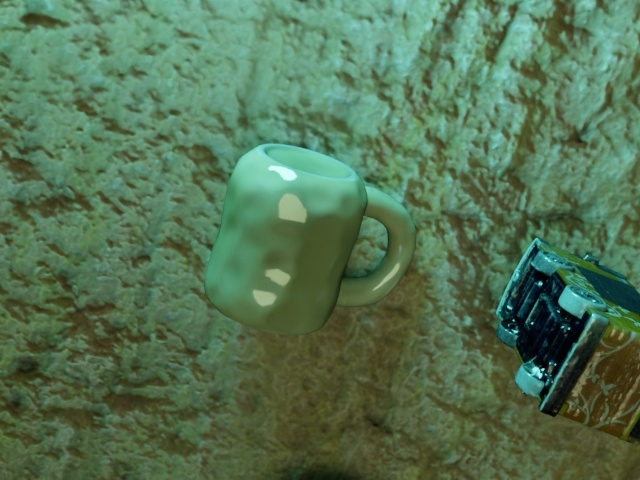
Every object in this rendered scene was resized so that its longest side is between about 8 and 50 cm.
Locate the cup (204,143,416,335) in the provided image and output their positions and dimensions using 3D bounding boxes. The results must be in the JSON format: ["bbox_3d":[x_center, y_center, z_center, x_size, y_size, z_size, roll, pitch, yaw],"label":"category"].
[{"bbox_3d":[-0.003,0.006,1.035,0.255,0.173,0.202,17,108,-1],"label":"cup"}]

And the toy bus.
[{"bbox_3d":[0.322,0.112,0.999,0.167,0.275,0.138,21,107,-7],"label":"toy bus"}]
